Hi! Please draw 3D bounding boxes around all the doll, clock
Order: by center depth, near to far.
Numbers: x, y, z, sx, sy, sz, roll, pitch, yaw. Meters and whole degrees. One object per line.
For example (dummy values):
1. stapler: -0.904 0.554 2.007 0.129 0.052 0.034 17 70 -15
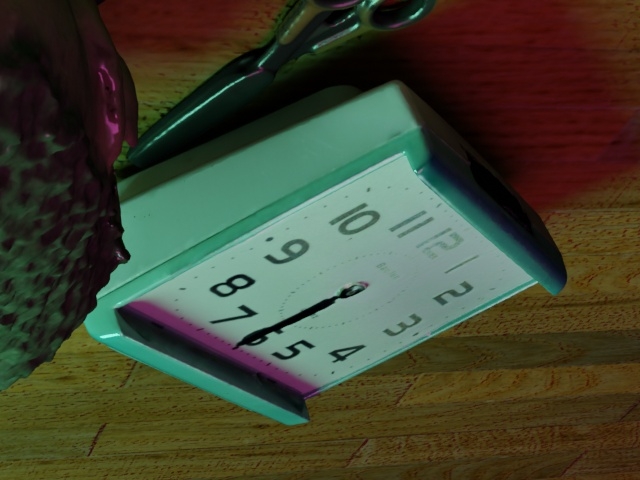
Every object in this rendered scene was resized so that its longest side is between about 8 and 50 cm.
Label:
1. doll: -0.185 -0.057 0.793 0.247 0.247 0.349 -12 149 -3
2. clock: 0.000 0.000 1.093 0.231 0.116 0.262 -28 155 15

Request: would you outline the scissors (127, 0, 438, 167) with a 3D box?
1. scissors: -0.034 -0.096 1.000 0.220 0.017 0.088 -33 150 34
